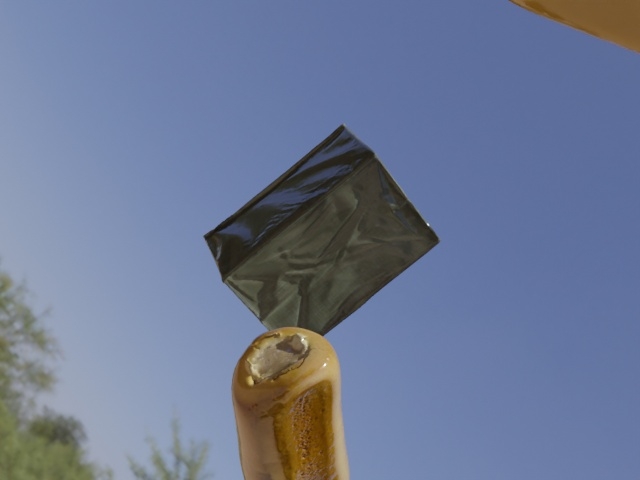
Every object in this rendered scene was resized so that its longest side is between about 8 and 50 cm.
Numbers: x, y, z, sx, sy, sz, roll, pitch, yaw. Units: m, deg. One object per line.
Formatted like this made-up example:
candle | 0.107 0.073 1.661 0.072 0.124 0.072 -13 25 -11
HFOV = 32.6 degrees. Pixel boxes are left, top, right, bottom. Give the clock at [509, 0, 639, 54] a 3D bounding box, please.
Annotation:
clock | 0.203 -0.207 0.564 0.317 0.244 0.200 19 -32 24

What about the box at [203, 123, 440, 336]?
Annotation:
box | 0.000 0.000 1.341 0.155 0.231 0.149 51 1 -24

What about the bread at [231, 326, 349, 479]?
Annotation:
bread | -0.025 0.152 0.874 0.074 0.092 0.239 51 -21 33
